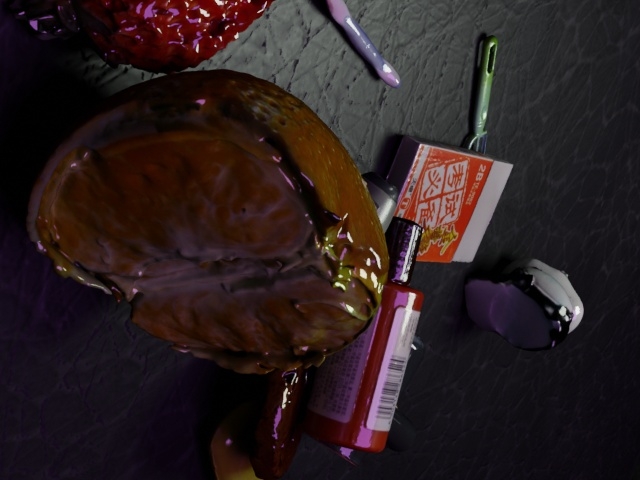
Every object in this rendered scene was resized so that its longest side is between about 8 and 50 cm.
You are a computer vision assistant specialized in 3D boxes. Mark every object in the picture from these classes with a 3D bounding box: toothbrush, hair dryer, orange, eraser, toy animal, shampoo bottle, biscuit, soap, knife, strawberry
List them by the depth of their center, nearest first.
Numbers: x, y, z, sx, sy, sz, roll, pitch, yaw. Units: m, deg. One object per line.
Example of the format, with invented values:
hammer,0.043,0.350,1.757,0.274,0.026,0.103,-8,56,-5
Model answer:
strawberry,-0.104,-0.225,0.770,0.286,0.106,0.188,-34,138,-34
orange,-0.090,-0.019,0.821,0.262,0.196,0.334,-25,145,18
toothbrush,0.027,-0.231,1.000,0.021,0.027,0.269,-44,145,4
hair dryer,-0.013,0.023,1.050,0.219,0.088,0.225,-55,168,17
biscuit,-0.042,0.189,1.131,0.192,0.049,0.192,14,90,-77
shampoo bottle,0.062,0.107,1.148,0.104,0.104,0.278,18,86,-55
soap,-0.098,0.256,1.160,0.089,0.045,0.140,-35,136,-33
eraser,0.159,-0.049,1.272,0.230,0.038,0.157,5,111,-49
knife,0.210,-0.174,1.282,0.054,0.015,0.212,-24,132,-34
hair dryer,0.093,0.236,1.366,0.189,0.107,0.352,-57,153,-9
toy animal,0.333,0.092,1.516,0.138,0.166,0.179,-47,166,31
